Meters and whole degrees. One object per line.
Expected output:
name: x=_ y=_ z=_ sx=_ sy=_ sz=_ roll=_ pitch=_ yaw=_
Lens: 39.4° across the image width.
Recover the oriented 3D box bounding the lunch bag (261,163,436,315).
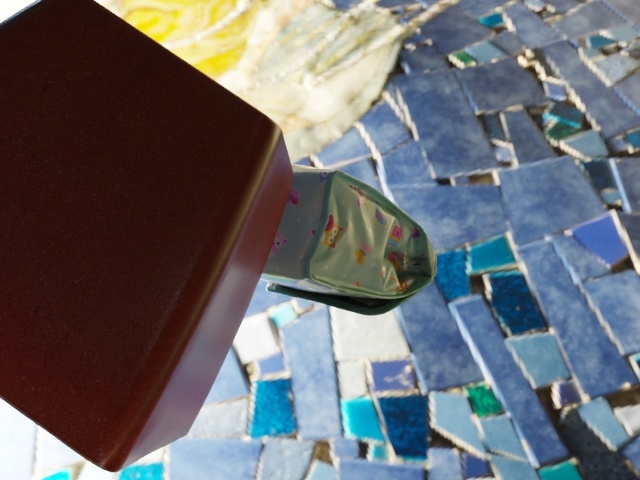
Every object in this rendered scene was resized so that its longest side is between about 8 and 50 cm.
lunch bag: x=0.000 y=0.000 z=1.148 sx=0.223 sy=0.262 sz=0.160 roll=10 pitch=83 yaw=39

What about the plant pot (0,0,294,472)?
plant pot: x=-0.160 y=-0.019 z=0.659 sx=0.267 sy=0.236 sz=0.267 roll=34 pitch=174 yaw=5
